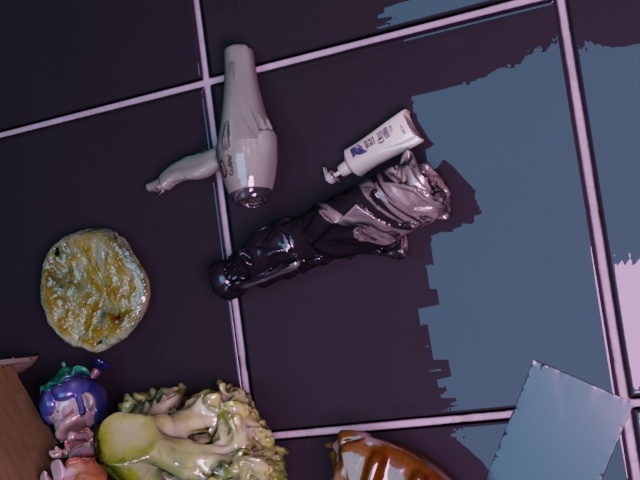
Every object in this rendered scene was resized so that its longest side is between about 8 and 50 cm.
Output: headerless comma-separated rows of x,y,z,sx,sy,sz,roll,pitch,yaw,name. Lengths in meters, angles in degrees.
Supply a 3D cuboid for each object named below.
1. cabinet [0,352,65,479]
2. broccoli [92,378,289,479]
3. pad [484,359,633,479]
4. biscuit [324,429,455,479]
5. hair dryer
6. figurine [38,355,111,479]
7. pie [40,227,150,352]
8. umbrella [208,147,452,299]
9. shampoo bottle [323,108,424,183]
-0.502,0.335,1.424,0.227,0.318,0.290,-39,75,17,cabinet
-0.180,0.270,1.321,0.288,0.245,0.247,1,60,24,broccoli
0.281,0.255,1.241,0.127,0.004,0.190,24,98,23,pad
0.071,0.433,1.255,0.268,0.115,0.366,21,93,15,biscuit
-0.141,-0.160,1.416,0.225,0.088,0.218,8,86,39,hair dryer
-0.342,0.261,1.433,0.111,0.102,0.195,-41,50,35,figurine
-0.329,0.071,1.500,0.187,0.041,0.186,-1,88,24,pie
0.003,0.004,1.319,0.358,0.113,0.106,-25,52,27,umbrella
0.065,-0.113,1.330,0.141,0.034,0.049,-32,82,22,shampoo bottle
